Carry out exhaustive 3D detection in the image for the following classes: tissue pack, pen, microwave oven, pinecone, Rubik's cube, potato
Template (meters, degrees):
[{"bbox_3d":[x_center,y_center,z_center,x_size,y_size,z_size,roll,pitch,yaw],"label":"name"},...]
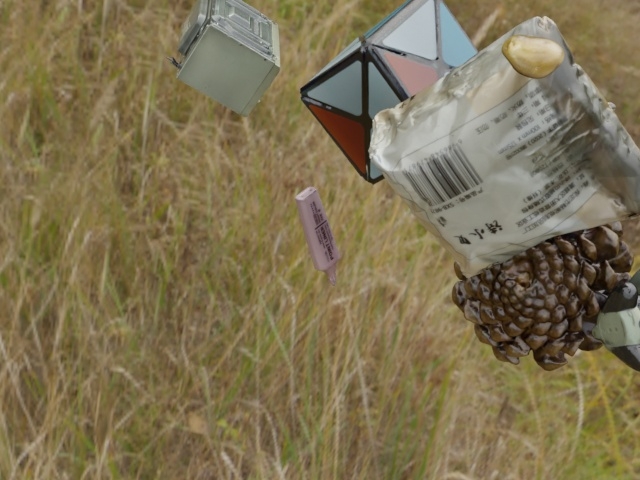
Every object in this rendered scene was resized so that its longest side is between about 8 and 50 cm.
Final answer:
[{"bbox_3d":[0.305,-0.131,1.606,0.390,0.375,0.195,51,33,-23],"label":"tissue pack"},{"bbox_3d":[0.000,0.000,1.691,0.032,0.197,0.053,19,48,43],"label":"pen"},{"bbox_3d":[-0.187,-0.390,1.962,0.194,0.145,0.240,31,25,-21],"label":"microwave oven"},{"bbox_3d":[0.471,0.059,1.982,0.384,0.384,0.384,10,42,-9],"label":"pinecone"},{"bbox_3d":[0.151,-0.296,1.904,0.250,0.248,0.246,52,53,-12],"label":"Rubik's cube"},{"bbox_3d":[0.285,-0.250,1.319,0.083,0.068,0.062,26,81,-23],"label":"potato"}]

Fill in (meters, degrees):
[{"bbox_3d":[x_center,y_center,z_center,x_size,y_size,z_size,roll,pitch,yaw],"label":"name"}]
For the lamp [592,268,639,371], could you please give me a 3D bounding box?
[{"bbox_3d":[0.596,0.132,1.705,0.243,0.198,0.198,-10,49,-34],"label":"lamp"}]
